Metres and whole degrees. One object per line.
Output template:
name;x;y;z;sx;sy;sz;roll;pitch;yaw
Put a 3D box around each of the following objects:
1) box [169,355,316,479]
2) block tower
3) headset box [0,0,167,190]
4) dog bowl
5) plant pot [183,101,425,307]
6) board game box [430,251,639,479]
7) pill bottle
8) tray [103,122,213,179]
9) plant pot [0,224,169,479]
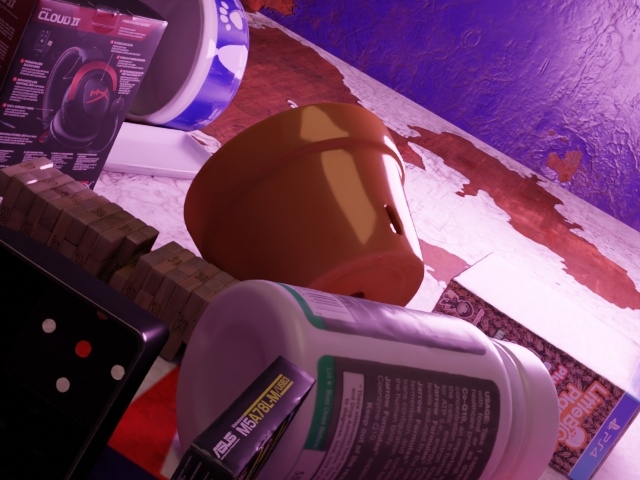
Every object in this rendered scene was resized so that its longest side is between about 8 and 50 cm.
box;-0.087;0.197;0.787;0.045;0.190;0.184;34;21;9
block tower;-0.215;0.036;1.162;0.336;0.097;0.091;33;20;7
headset box;-0.338;-0.208;1.297;0.110;0.293;0.218;39;23;26
dog bowl;-0.244;-0.316;1.732;0.104;0.264;0.265;10;26;-47
plant pot;0.000;0.000;1.304;0.291;0.291;0.203;7;45;-46
board game box;0.298;0.167;1.449;0.291;0.141;0.232;33;20;14
pill bottle;0.058;0.164;1.039;0.361;0.204;0.204;13;25;-36
tray;-0.270;-0.135;1.600;0.270;0.030;0.145;3;33;-51
plant pot;-0.233;0.102;0.868;0.187;0.188;0.167;32;7;10
